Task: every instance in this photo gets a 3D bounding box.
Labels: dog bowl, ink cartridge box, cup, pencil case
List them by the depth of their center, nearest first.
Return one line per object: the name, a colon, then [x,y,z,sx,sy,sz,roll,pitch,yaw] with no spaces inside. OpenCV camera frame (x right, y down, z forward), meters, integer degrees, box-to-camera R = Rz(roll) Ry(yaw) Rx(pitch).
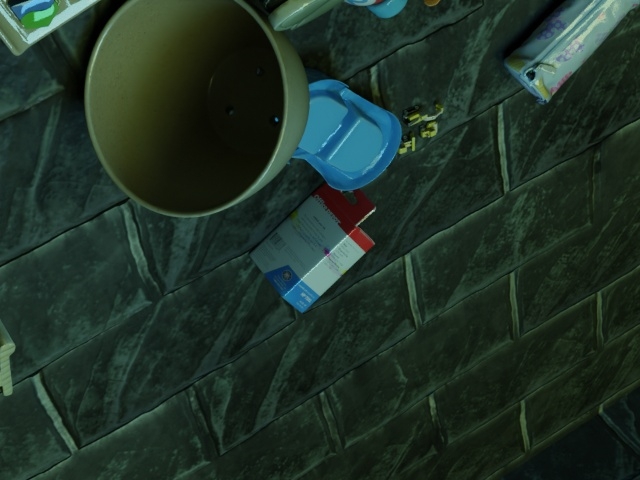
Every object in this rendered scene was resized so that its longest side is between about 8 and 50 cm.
cup: [-0.146,-0.206,1.842,0.331,0.331,0.237,-57,162,18]
dog bowl: [0.013,-0.195,2.132,0.166,0.074,0.297,-52,140,12]
ink cartridge box: [0.000,0.000,2.250,0.231,0.134,0.078,-43,140,3]
pencil case: [0.460,-0.383,2.289,0.273,0.113,0.124,-46,163,4]

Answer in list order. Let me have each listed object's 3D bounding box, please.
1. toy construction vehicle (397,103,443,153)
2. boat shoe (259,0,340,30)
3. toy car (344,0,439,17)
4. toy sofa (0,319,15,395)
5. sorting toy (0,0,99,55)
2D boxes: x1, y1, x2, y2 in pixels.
toy construction vehicle: [0.181,-0.204,2.289,0.098,0.035,0.086,-22,137,-22]
boat shoe: [-0.032,-0.368,1.753,0.127,0.113,0.340,-31,-175,19]
toy car: [0.131,-0.420,1.891,0.210,0.238,0.219,-50,140,10]
toy sofa: [-0.656,0.181,1.872,0.362,0.150,0.177,-17,136,-27]
sorting toy: [-0.374,-0.368,1.686,0.208,0.038,0.193,-37,140,-5]
